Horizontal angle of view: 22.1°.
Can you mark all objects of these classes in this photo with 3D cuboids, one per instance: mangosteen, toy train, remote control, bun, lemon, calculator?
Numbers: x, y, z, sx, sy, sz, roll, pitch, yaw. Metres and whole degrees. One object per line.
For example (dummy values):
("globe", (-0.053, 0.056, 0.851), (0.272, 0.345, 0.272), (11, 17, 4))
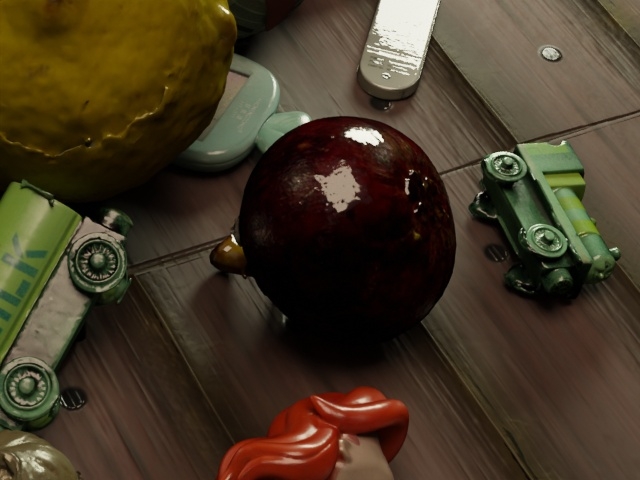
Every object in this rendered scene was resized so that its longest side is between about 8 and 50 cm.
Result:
("mangosteen", (0.000, 0.000, 1.645), (0.261, 0.235, 0.235), (-20, 38, 30))
("toy train", (-0.282, 0.063, 1.530), (0.157, 0.105, 0.253), (28, 76, -1))
("toy train", (0.247, -0.023, 1.782), (0.132, 0.083, 0.200), (-6, 51, -21))
("remote control", (0.098, -0.258, 2.002), (0.077, 0.022, 0.245), (13, 48, 3))
("bun", (-0.280, 0.237, 1.414), (0.166, 0.113, 0.173), (14, 52, -3))
("lemon", (-0.256, -0.210, 1.641), (0.349, 0.387, 0.350), (0, 92, -9))
("calculator", (-0.152, -0.156, 1.847), (0.295, 0.042, 0.184), (22, 48, 11))

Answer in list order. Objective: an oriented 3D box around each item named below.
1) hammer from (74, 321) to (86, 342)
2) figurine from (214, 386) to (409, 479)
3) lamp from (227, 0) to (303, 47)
("hammer", (-0.377, -0.052, 1.705), (0.168, 0.044, 0.440), (-9, 51, -21))
("figurine", (0.004, 0.243, 1.437), (0.208, 0.181, 0.257), (-27, 46, 3))
("lamp", (-0.116, -0.345, 1.883), (0.265, 0.233, 0.233), (31, 32, -42))
